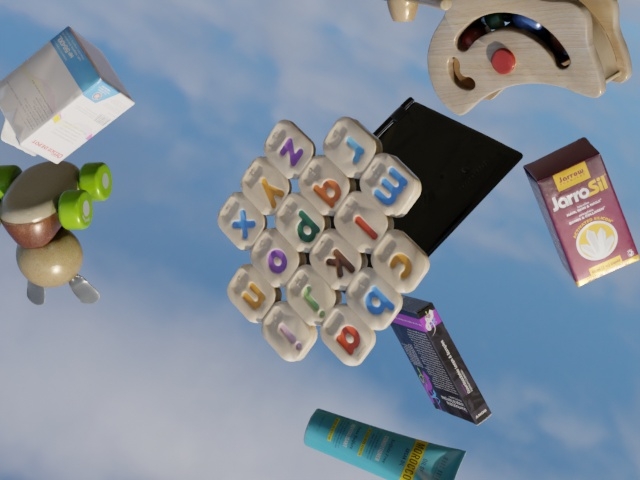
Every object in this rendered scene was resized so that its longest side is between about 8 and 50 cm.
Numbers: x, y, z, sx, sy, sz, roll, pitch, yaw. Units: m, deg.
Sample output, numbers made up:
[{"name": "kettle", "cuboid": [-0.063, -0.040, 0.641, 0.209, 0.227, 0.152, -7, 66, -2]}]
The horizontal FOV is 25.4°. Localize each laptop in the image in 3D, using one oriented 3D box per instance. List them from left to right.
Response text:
[{"name": "laptop", "cuboid": [0.111, -0.037, 2.536, 0.236, 0.382, 0.408, 43, 165, 7]}]

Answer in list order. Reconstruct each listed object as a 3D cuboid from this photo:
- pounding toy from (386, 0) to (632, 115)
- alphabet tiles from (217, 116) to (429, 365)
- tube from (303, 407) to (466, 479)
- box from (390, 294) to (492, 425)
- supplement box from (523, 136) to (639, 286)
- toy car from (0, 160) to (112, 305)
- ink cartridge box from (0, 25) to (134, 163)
[{"name": "pounding toy", "cuboid": [0.181, -0.200, 1.521, 0.269, 0.154, 0.155, 18, -149, 32]}, {"name": "alphabet tiles", "cuboid": [0.000, 0.000, 1.700, 0.278, 0.284, 0.021, 45, -157, 27]}, {"name": "tube", "cuboid": [0.081, 0.279, 1.862, 0.207, 0.080, 0.052, 18, 160, 17]}, {"name": "box", "cuboid": [0.138, 0.142, 1.719, 0.162, 0.029, 0.116, 63, 164, -14]}, {"name": "supplement box", "cuboid": [0.386, -0.042, 2.098, 0.081, 0.104, 0.188, -109, -6, -67]}, {"name": "toy car", "cuboid": [-0.353, 0.003, 1.870, 0.155, 0.188, 0.149, -1, -150, 14]}, {"name": "ink cartridge box", "cuboid": [-0.315, -0.166, 1.692, 0.090, 0.143, 0.092, 57, -172, 21]}]
